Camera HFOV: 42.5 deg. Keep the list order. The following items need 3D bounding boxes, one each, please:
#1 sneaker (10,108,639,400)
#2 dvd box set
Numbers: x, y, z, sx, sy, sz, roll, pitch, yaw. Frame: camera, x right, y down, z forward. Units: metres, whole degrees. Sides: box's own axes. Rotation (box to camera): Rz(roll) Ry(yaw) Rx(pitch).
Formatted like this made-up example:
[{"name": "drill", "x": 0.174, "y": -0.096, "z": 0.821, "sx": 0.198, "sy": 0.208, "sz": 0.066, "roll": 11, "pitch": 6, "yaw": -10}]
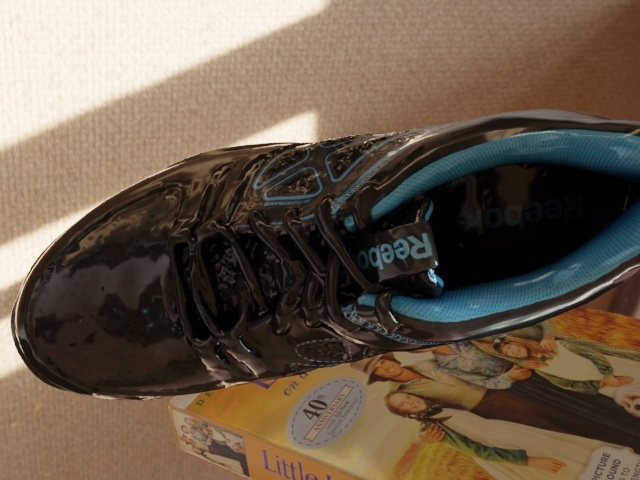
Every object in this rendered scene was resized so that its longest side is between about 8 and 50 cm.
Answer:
[{"name": "sneaker", "x": 0.000, "y": 0.000, "z": 0.389, "sx": 0.340, "sy": 0.139, "sz": 0.125, "roll": -16, "pitch": 90, "yaw": 6}, {"name": "dvd box set", "x": 0.119, "y": 0.140, "z": 0.749, "sx": 0.307, "sy": 0.420, "sz": 0.062, "roll": -40, "pitch": 134, "yaw": -45}]
